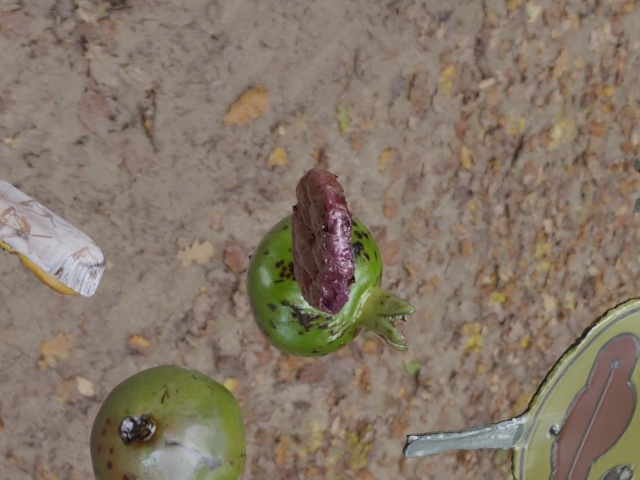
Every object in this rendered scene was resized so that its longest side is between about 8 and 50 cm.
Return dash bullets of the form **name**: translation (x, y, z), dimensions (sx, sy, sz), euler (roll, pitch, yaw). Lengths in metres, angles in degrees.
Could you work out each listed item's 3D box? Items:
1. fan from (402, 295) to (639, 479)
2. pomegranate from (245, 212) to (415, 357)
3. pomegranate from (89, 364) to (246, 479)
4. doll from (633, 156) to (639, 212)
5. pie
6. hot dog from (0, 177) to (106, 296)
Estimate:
- **fan**: translation (0.208, 0.143, 0.653), dimensions (0.335, 0.011, 0.229), euler (1, 113, -28)
- **pomegranate**: translation (0.015, 0.068, 1.131), dimensions (0.211, 0.263, 0.211), euler (-51, 154, -36)
- **pomegranate**: translation (-0.165, 0.231, 0.961), dimensions (0.210, 0.179, 0.179), euler (-6, 110, -78)
- **doll**: translation (0.407, -0.070, 0.981), dimensions (0.051, 0.083, 0.076), euler (-9, 97, -1)
- **pie**: translation (0.000, 0.000, 0.829), dimensions (0.036, 0.154, 0.154), euler (-5, 107, -16)
- **hot dog**: translation (-0.295, -0.010, 0.805), dimensions (0.191, 0.108, 0.059), euler (38, 95, -6)
